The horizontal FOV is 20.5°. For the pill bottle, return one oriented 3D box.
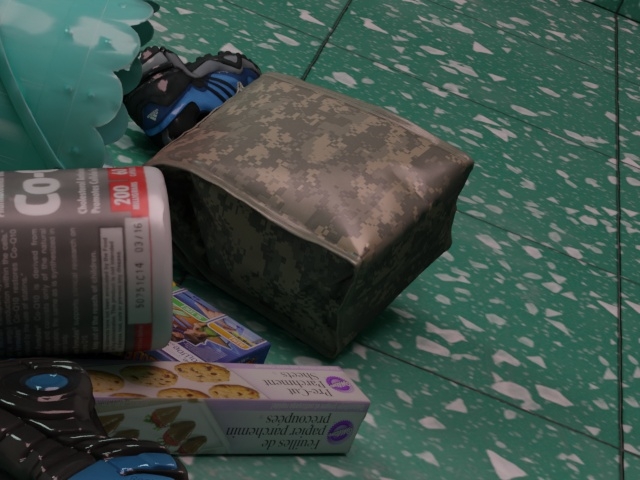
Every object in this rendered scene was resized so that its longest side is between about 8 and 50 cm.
[{"bbox_3d":[-0.273,0.021,1.512,0.283,0.161,0.161,-2,28,-9],"label":"pill bottle"}]

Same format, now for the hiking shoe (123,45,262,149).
[{"bbox_3d":[-0.151,-0.160,2.222,0.304,0.113,0.132,-8,67,-61],"label":"hiking shoe"}]

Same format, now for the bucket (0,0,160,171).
[{"bbox_3d":[-0.291,-0.157,1.856,0.183,0.281,0.281,17,23,-5],"label":"bucket"}]

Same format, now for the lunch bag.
[{"bbox_3d":[-0.026,-0.047,1.887,0.287,0.169,0.235,31,47,18],"label":"lunch bag"}]

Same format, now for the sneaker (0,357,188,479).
[{"bbox_3d":[-0.206,0.188,1.337,0.125,0.139,0.341,-10,22,-25],"label":"sneaker"}]

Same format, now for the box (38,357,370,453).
[{"bbox_3d":[-0.108,0.149,1.577,0.324,0.063,0.067,5,28,-35],"label":"box"}]

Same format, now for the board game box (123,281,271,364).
[{"bbox_3d":[-0.166,0.079,1.719,0.201,0.035,0.136,31,24,22],"label":"board game box"}]

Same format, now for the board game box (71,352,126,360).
[{"bbox_3d":[-0.244,0.037,1.652,0.170,0.048,0.141,16,39,4],"label":"board game box"}]
